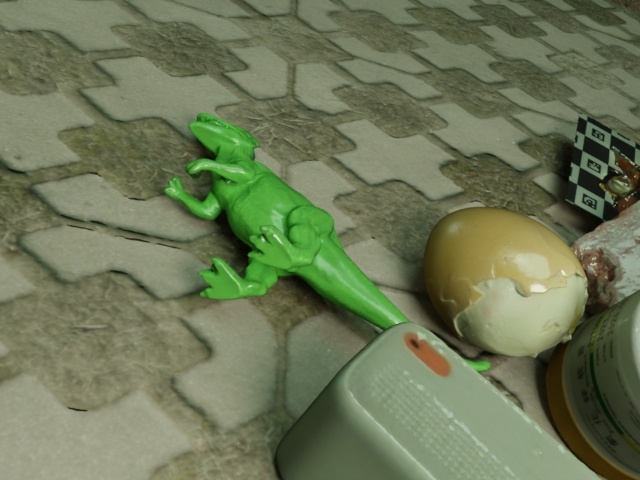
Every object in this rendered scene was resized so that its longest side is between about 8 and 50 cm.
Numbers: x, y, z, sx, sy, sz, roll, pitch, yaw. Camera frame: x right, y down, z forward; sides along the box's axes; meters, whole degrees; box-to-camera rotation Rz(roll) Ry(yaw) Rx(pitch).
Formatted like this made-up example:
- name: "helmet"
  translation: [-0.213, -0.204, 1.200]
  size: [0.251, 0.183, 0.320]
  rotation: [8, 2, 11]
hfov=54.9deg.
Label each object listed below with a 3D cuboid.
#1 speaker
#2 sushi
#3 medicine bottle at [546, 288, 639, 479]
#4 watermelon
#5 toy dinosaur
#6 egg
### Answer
- name: "speaker"
  translation: [0.158, 0.281, 0.632]
  size: [0.406, 0.184, 0.183]
  rotation: [41, 46, 15]
- name: "sushi"
  translation: [0.673, -0.081, 1.306]
  size: [0.359, 0.064, 0.343]
  rotation: [29, 47, 1]
- name: "medicine bottle"
  translation: [0.446, 0.180, 0.784]
  size: [0.237, 0.232, 0.238]
  rotation: [3, 64, -5]
- name: "watermelon"
  translation: [0.523, 0.089, 1.055]
  size: [0.226, 0.148, 0.319]
  rotation: [8, 58, 7]
- name: "toy dinosaur"
  translation: [0.000, 0.000, 0.913]
  size: [0.499, 0.144, 0.374]
  rotation: [27, 27, -12]
- name: "egg"
  translation: [0.252, 0.052, 0.885]
  size: [0.201, 0.201, 0.244]
  rotation: [-8, 42, -30]
